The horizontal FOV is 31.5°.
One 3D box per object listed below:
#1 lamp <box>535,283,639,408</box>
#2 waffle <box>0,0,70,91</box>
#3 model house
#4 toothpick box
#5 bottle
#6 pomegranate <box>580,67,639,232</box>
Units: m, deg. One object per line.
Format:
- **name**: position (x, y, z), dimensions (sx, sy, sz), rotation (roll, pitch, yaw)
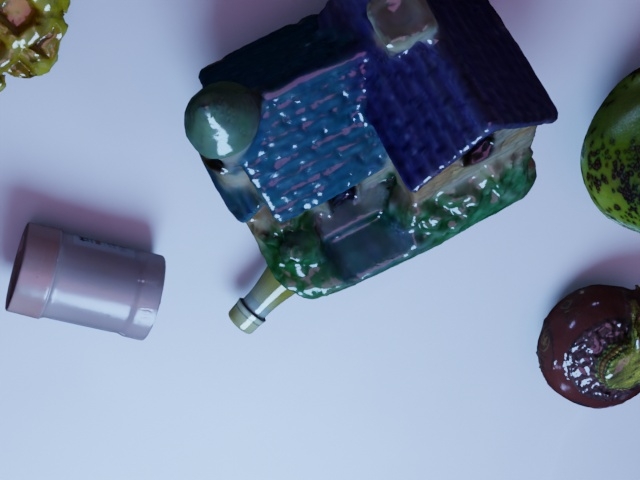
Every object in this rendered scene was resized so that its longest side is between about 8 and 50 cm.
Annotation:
- **lamp**: position (0.342, 0.132, 1.363), dimensions (0.156, 0.135, 0.157), rotation (3, 115, -13)
- **waffle**: position (-0.391, -0.269, 1.059), dimensions (0.325, 0.068, 0.302), rotation (0, 114, -10)
- **model house**: position (0.040, -0.116, 1.065), dimensions (0.312, 0.280, 0.245), rotation (-25, 78, -3)
- **toothpick box**: position (-0.251, 0.045, 1.214), dimensions (0.149, 0.098, 0.098), rotation (15, 110, -19)
- **bottle**: position (0.000, 0.000, 1.256), dimensions (0.083, 0.083, 0.270), rotation (38, 101, -24)
- **pomegranate**: position (0.415, -0.094, 1.262), dimensions (0.222, 0.276, 0.204), rotation (3, 87, 28)
